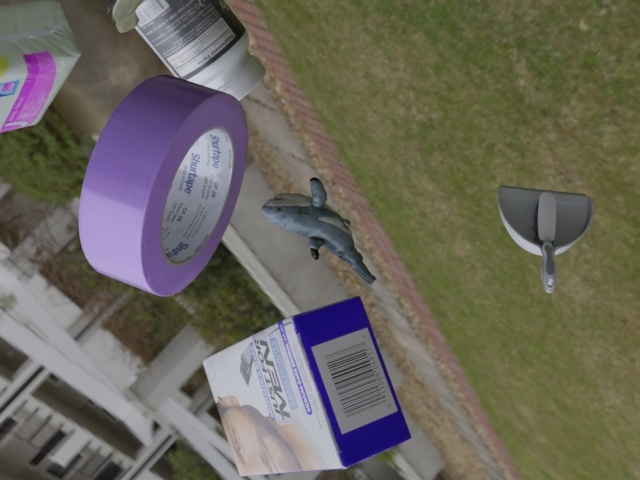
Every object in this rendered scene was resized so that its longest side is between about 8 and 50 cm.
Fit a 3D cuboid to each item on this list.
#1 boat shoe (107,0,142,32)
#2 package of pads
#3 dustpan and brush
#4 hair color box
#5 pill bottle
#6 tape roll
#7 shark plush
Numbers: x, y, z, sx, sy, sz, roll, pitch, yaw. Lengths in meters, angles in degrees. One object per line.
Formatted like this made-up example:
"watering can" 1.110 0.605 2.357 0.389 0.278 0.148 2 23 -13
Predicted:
"boat shoe" -0.286 -0.343 1.173 0.042 0.049 0.133 61 164 -2
"package of pads" -0.485 -0.198 1.041 0.229 0.297 0.101 -25 87 54
"dustpan and brush" 0.335 -0.005 1.204 0.148 0.211 0.060 6 150 6
"hair color box" -0.035 0.205 1.079 0.339 0.110 0.185 -35 73 61
"pill bottle" -0.235 -0.385 1.506 0.278 0.162 0.162 51 166 -24
"tape roll" -0.195 -0.070 1.056 0.090 0.274 0.274 19 162 15
"shark plush" 0.000 0.000 1.010 0.161 0.067 0.073 50 140 -10
